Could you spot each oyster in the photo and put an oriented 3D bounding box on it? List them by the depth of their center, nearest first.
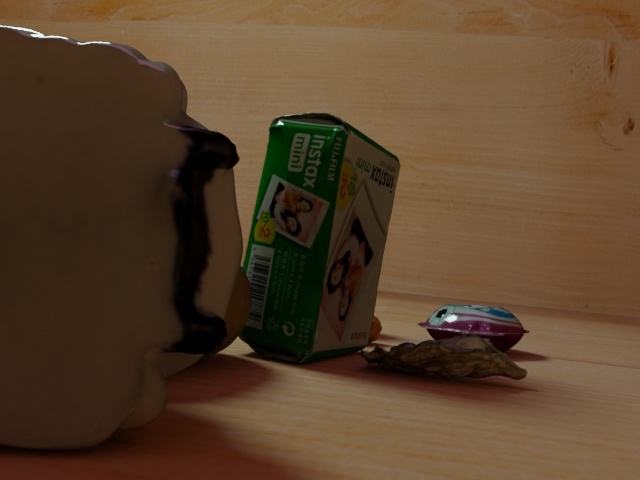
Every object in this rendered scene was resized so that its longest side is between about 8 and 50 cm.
[{"bbox_3d":[0.110,0.111,0.638,0.146,0.045,0.122,-2,4,-25],"label":"oyster"}]

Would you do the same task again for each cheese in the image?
[{"bbox_3d":[0.219,0.124,0.945,0.155,0.062,0.244,4,-3,7],"label":"cheese"}]

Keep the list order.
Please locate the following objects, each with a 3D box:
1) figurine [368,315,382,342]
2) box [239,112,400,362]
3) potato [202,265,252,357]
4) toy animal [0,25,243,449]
[{"bbox_3d":[0.036,0.106,0.831,0.109,0.064,0.047,26,9,-41],"label":"figurine"},{"bbox_3d":[0.000,0.000,0.707,0.103,0.250,0.180,11,0,26],"label":"box"},{"bbox_3d":[-0.145,0.045,0.559,0.150,0.146,0.234,39,8,15],"label":"potato"},{"bbox_3d":[-0.150,0.002,0.372,0.204,0.208,0.156,4,-9,-14],"label":"toy animal"}]
